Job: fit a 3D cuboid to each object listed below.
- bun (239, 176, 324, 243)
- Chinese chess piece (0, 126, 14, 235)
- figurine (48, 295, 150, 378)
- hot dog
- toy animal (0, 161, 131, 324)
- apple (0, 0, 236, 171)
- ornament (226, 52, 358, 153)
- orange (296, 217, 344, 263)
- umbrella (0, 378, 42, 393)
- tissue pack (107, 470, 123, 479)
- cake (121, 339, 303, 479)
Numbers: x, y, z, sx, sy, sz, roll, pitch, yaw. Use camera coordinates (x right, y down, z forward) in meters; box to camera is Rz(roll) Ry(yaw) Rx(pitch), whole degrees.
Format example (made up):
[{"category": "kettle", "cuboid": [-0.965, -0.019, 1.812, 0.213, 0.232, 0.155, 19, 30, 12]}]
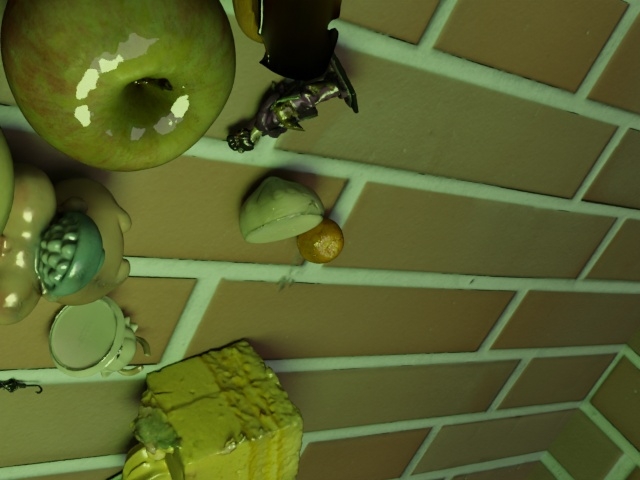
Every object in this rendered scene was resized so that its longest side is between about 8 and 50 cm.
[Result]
[{"category": "bun", "cuboid": [-0.068, -0.055, 1.373, 0.138, 0.094, 0.138, -17, 167, -4]}, {"category": "Chinese chess piece", "cuboid": [-0.467, -0.067, 0.925, 0.274, 0.102, 0.273, -2, 101, -8]}, {"category": "figurine", "cuboid": [-0.326, 0.164, 1.348, 0.132, 0.132, 0.153, -41, 153, 0]}, {"category": "hot dog", "cuboid": [-0.036, -0.377, 1.092, 0.194, 0.107, 0.325, -4, 119, -49]}, {"category": "toy animal", "cuboid": [-0.366, -0.004, 1.109, 0.221, 0.230, 0.209, -39, 137, -83]}, {"category": "apple", "cuboid": [-0.229, -0.216, 0.974, 0.257, 0.234, 0.256, -24, 141, -21]}, {"category": "ornament", "cuboid": [-0.046, -0.190, 1.286, 0.203, 0.088, 0.081, -30, 165, 5]}, {"category": "orange", "cuboid": [0.000, 0.000, 1.491, 0.083, 0.070, 0.083, -14, 122, -24]}, {"category": "umbrella", "cuboid": [-0.499, 0.220, 1.330, 0.149, 0.022, 0.022, 14, 121, -35]}, {"category": "tissue pack", "cuboid": [-0.312, 0.510, 1.705, 0.174, 0.073, 0.235, -27, 138, -16]}, {"category": "cake", "cuboid": [-0.205, 0.352, 1.529, 0.286, 0.222, 0.227, -17, 134, -26]}]
